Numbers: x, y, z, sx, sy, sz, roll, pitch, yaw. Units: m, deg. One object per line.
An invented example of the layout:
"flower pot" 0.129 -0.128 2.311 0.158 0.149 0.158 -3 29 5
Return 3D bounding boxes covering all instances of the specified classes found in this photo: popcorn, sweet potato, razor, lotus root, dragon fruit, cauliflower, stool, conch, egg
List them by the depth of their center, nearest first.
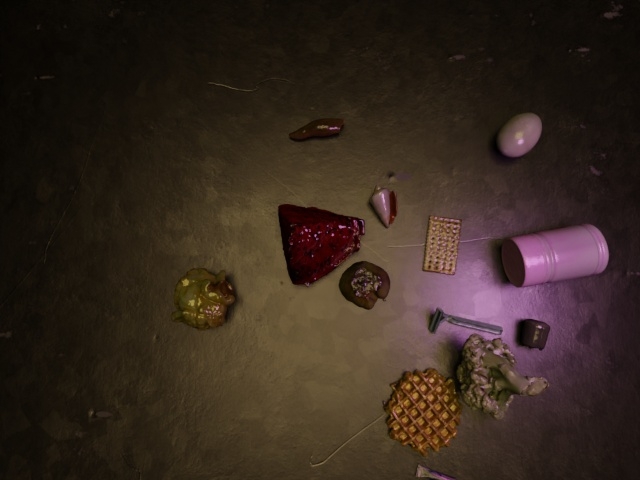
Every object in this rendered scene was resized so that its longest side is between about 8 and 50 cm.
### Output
"cauliflower" 0.614 0.494 1.531 0.260 0.281 0.327 -31 91 0
"popcorn" -0.455 0.227 1.642 0.254 0.195 0.256 -27 63 -9
"stool" 0.823 0.361 1.644 0.096 0.096 0.110 14 87 3
"razor" 0.573 0.326 1.677 0.277 0.056 0.111 9 118 -4
"lotus root" 0.179 0.174 1.694 0.203 0.078 0.183 22 83 3
"dragon fruit" -0.004 -0.003 1.723 0.329 0.228 0.286 -12 113 -20
"conch" 0.263 -0.145 1.735 0.104 0.094 0.176 -24 84 -43
"egg" 0.809 -0.432 1.740 0.151 0.151 0.209 40 80 7
"sweet potato" -0.015 -0.469 1.800 0.243 0.077 0.077 -10 81 -2

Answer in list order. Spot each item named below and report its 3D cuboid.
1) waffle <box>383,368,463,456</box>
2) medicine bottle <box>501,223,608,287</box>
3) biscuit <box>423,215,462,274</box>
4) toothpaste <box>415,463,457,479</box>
"waffle" 0.392 0.641 1.622 0.328 0.062 0.330 0 82 2
"medicine bottle" 0.884 0.057 1.634 0.315 0.202 0.202 -9 81 -1
"biscuit" 0.497 0.020 1.741 0.138 0.016 0.232 8 81 3
"toothpaste" 0.443 0.887 1.599 0.169 0.028 0.045 16 75 7
